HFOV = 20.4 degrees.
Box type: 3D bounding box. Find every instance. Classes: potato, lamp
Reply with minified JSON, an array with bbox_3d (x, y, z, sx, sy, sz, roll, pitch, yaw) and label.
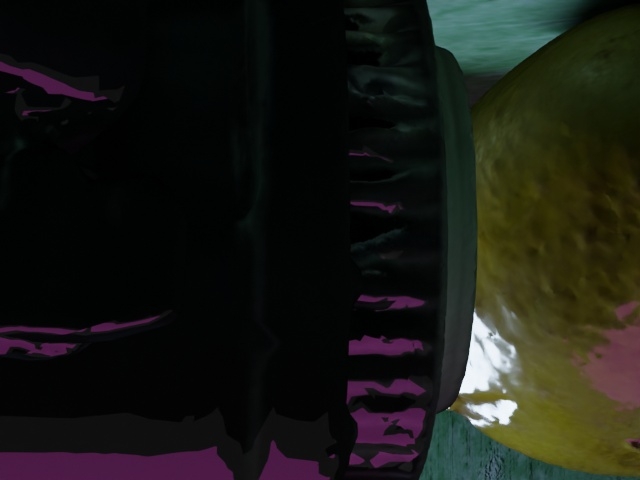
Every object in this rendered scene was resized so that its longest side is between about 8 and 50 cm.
[{"bbox_3d":[0.131,-0.016,0.637,0.203,0.178,0.158,14,159,3],"label":"potato"},{"bbox_3d":[-0.097,0.001,0.485,0.272,0.205,0.374,7,162,-25],"label":"lamp"}]
